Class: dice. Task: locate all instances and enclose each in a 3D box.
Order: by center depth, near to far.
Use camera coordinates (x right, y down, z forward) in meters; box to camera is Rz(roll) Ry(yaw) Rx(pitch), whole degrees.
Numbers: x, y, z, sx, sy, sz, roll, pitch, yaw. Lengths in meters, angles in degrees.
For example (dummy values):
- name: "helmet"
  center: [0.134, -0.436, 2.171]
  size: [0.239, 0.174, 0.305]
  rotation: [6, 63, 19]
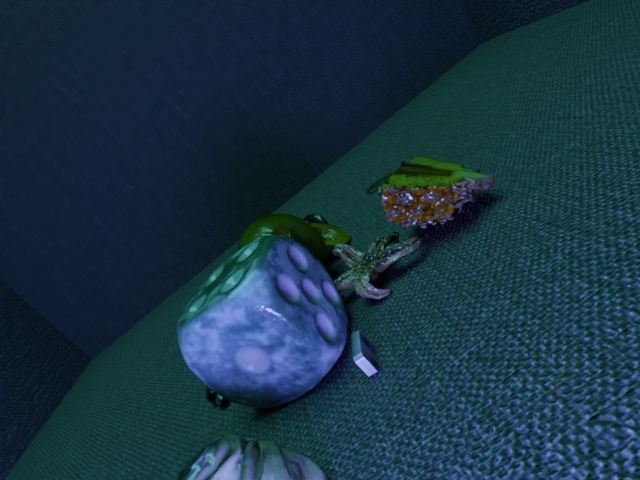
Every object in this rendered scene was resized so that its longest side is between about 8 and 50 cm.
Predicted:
- name: "dice"
  center: [-0.146, 0.205, 1.137]
  size: [0.328, 0.330, 0.348]
  rotation: [-34, 20, 22]

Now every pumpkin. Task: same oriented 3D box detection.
- name: "pumpkin"
  center: [-0.001, 0.013, 1.706]
  size: [0.217, 0.217, 0.110]
  rotation: [-83, 8, -67]

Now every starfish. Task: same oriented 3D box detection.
- name: "starfish"
  center: [0.149, 0.067, 1.279]
  size: [0.312, 0.113, 0.303]
  rotation: [1, 45, 52]

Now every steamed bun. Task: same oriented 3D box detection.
- name: "steamed bun"
  center: [-0.144, 0.450, 0.724]
  size: [0.280, 0.207, 0.268]
  rotation: [-23, 23, 41]

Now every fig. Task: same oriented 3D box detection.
- name: "fig"
  center: [-0.131, 0.054, 1.464]
  size: [0.343, 0.343, 0.343]
  rotation: [-36, 17, 13]

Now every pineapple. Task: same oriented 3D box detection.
- name: "pineapple"
  center: [0.352, -0.107, 1.252]
  size: [0.286, 0.209, 0.344]
  rotation: [12, 30, 25]

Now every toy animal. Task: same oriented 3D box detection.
- name: "toy animal"
  center: [-0.303, 0.424, 1.334]
  size: [0.188, 0.089, 0.179]
  rotation: [-62, 25, -6]

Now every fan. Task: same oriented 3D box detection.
- name: "fan"
  center: [0.281, -0.259, 2.014]
  size: [0.153, 0.008, 0.226]
  rotation: [-34, 17, 16]

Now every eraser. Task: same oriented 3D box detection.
- name: "eraser"
  center: [0.099, 0.253, 0.959]
  size: [0.026, 0.065, 0.105]
  rotation: [-35, 18, 13]

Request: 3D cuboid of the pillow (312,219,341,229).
- name: "pillow"
  center: [-0.003, -0.019, 1.869]
  size: [0.141, 0.055, 0.208]
  rotation: [-56, 30, -8]

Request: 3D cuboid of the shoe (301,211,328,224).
- name: "shoe"
  center: [-0.081, -0.048, 2.058]
  size: [0.291, 0.114, 0.137]
  rotation: [-24, 17, 49]
